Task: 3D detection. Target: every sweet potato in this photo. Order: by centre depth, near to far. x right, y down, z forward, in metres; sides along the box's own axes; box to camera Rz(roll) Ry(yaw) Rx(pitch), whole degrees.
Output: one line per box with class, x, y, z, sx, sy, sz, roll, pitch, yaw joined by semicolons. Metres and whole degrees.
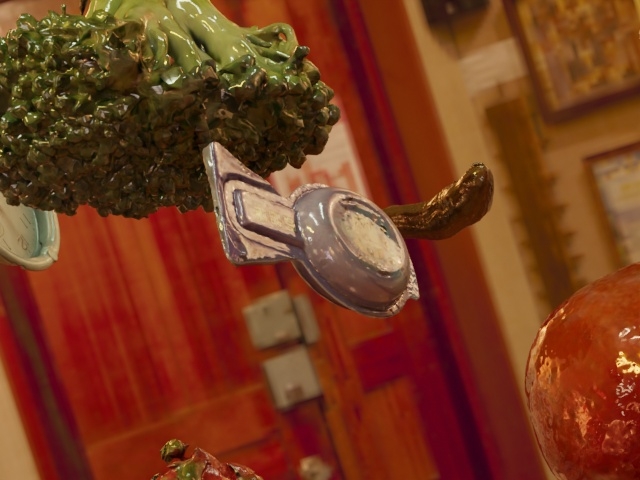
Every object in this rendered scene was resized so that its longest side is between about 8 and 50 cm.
sweet potato;0.118;-0.027;1.572;0.054;0.053;0.182;5;-19;-40

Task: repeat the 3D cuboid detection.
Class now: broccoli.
broccoli;-0.154;-0.126;1.422;0.272;0.324;0.334;-61;11;-22

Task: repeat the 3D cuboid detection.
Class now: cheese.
cheese;0.000;0.000;1.037;0.191;0.105;0.042;17;-43;-42

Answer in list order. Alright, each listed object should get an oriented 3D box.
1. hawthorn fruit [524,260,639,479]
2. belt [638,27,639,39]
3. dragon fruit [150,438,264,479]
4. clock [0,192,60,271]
hawthorn fruit;0.291;0.143;1.236;0.242;0.241;0.271;-17;20;5
belt;0.286;-0.112;0.996;0.126;0.094;0.359;-47;10;22
dragon fruit;-0.118;0.269;1.375;0.167;0.160;0.172;-24;18;23
clock;-0.392;-0.061;1.793;0.053;0.236;0.236;-28;0;15
